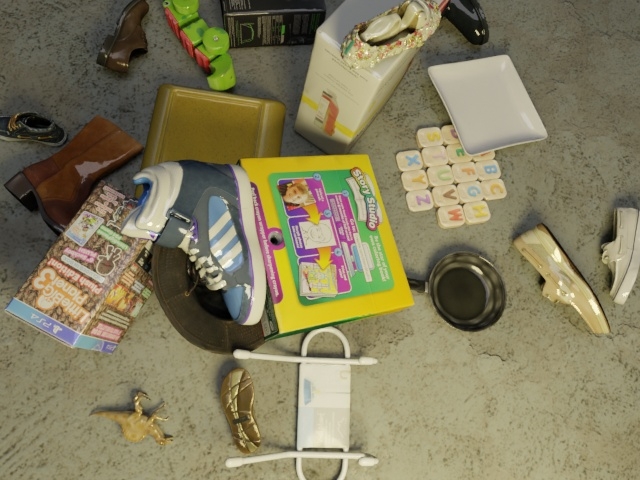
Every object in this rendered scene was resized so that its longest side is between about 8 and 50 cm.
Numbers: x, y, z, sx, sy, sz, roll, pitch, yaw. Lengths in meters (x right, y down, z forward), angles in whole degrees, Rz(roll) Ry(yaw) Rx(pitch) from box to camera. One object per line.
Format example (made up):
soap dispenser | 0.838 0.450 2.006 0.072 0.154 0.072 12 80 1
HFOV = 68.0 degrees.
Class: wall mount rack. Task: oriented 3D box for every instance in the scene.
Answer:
wall mount rack | -0.034 0.347 0.992 0.305 0.130 0.349 4 73 -7

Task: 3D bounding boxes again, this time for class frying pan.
frying pan | 0.292 0.140 1.135 0.327 0.053 0.197 -14 77 -12

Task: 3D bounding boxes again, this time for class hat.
hat | -0.220 0.082 1.029 0.332 0.134 0.330 8 75 -33

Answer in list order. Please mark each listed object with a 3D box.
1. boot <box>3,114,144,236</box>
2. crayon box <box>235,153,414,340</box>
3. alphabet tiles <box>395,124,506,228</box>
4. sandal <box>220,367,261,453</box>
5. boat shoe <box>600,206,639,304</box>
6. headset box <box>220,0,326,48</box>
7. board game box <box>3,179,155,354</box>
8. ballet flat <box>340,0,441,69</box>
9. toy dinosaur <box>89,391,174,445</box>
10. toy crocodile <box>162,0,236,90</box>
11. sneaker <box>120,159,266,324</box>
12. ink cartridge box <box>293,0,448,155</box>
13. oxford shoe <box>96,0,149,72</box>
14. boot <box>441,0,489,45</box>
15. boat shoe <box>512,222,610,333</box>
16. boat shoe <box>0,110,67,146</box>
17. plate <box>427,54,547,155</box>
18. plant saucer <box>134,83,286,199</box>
boot | -0.526 -0.132 1.107 0.264 0.096 0.280 38 65 12
crayon box | 0.000 0.000 1.014 0.314 0.106 0.362 -7 74 -28
alphabet tiles | 0.347 -0.174 1.252 0.278 0.021 0.283 -8 75 -10
sandal | -0.169 0.363 1.018 0.072 0.049 0.179 -13 91 -5
boat shoe | 0.767 0.032 1.215 0.088 0.096 0.267 15 77 26
headset box | -0.129 -0.665 1.273 0.284 0.131 0.246 -8 75 -10
board game box | -0.436 0.066 0.968 0.141 0.232 0.290 28 72 2
ballet flat | 0.141 -0.386 0.858 0.241 0.077 0.091 -38 85 -17
toy dinosaur | -0.384 0.365 0.982 0.183 0.053 0.092 22 74 -1
toy crocodile | -0.319 -0.525 1.215 0.105 0.115 0.340 -34 81 -15
sneaker | -0.239 0.013 0.869 0.237 0.130 0.322 -7 91 -32
ink cartridge box | 0.099 -0.394 1.094 0.160 0.384 0.279 37 73 1
oxford shoe | -0.484 -0.524 1.222 0.096 0.083 0.227 23 72 -20
boot | 0.339 -0.634 1.351 0.207 0.094 0.246 -27 99 2
boat shoe | 0.594 0.105 1.171 0.098 0.109 0.302 -36 79 24
boat shoe | -0.699 -0.273 1.108 0.184 0.083 0.065 8 73 -5
plate | 0.450 -0.367 1.297 0.278 0.045 0.277 -15 76 -19
plant saucer | -0.263 -0.237 1.159 0.333 0.081 0.332 7 73 -6
